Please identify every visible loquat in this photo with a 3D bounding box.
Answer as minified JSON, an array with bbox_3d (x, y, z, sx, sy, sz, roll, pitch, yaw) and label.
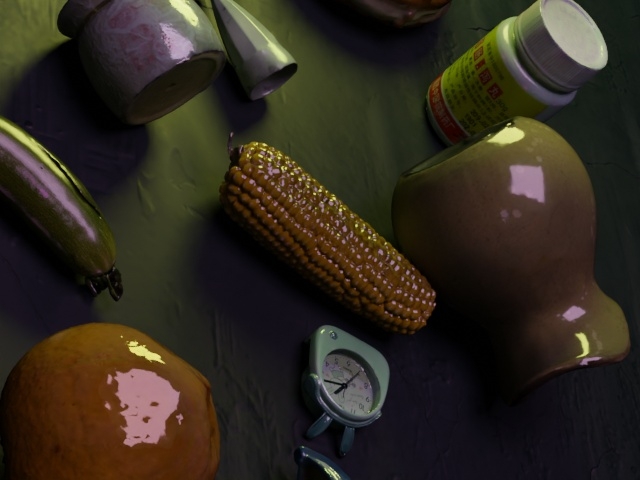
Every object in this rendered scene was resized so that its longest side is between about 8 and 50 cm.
[{"bbox_3d":[-0.189,0.176,1.352,0.208,0.208,0.208,23,47,-28],"label":"loquat"}]

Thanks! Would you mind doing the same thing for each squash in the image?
[{"bbox_3d":[-0.302,-0.066,1.526,0.318,0.071,0.080,41,42,-10],"label":"squash"}]

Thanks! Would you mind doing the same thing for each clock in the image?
[{"bbox_3d":[0.021,0.164,1.669,0.101,0.041,0.135,32,45,-21],"label":"clock"}]

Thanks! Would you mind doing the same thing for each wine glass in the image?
[{"bbox_3d":[-0.096,-0.252,1.855,0.073,0.073,0.155,-20,72,-48],"label":"wine glass"}]

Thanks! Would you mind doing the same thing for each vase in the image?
[{"bbox_3d":[0.241,0.010,1.875,0.302,0.241,0.329,62,14,-5],"label":"vase"}]

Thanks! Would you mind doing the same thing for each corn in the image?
[{"bbox_3d":[0.000,0.000,1.733,0.310,0.101,0.101,42,41,-13],"label":"corn"}]

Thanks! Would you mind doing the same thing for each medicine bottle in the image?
[{"bbox_3d":[-0.196,-0.220,1.682,0.147,0.147,0.143,-22,73,-48],"label":"medicine bottle"},{"bbox_3d":[0.256,-0.212,2.021,0.139,0.225,0.139,25,46,-29],"label":"medicine bottle"}]

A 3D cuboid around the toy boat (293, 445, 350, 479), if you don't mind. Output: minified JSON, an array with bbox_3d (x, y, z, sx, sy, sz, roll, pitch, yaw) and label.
[{"bbox_3d":[-0.005,0.304,1.505,0.102,0.088,0.215,14,53,-30],"label":"toy boat"}]

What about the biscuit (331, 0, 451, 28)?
[{"bbox_3d":[0.069,-0.440,2.118,0.332,0.103,0.332,22,49,-28],"label":"biscuit"}]
